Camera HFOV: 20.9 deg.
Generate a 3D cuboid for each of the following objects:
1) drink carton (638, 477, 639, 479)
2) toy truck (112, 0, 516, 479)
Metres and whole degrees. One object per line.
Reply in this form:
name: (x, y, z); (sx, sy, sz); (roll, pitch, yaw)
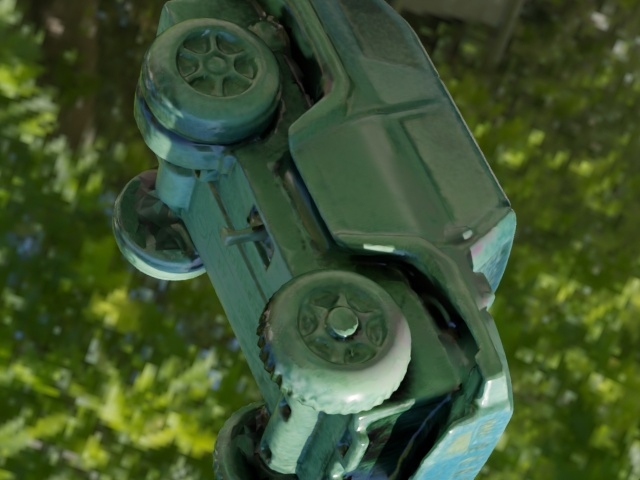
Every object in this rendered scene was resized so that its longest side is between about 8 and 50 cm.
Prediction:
drink carton: (0.209, 0.084, 0.666); (0.108, 0.161, 0.271); (46, -115, 7)
toy truck: (0.000, 0.000, 0.853); (0.156, 0.155, 0.279); (-15, -118, -22)
